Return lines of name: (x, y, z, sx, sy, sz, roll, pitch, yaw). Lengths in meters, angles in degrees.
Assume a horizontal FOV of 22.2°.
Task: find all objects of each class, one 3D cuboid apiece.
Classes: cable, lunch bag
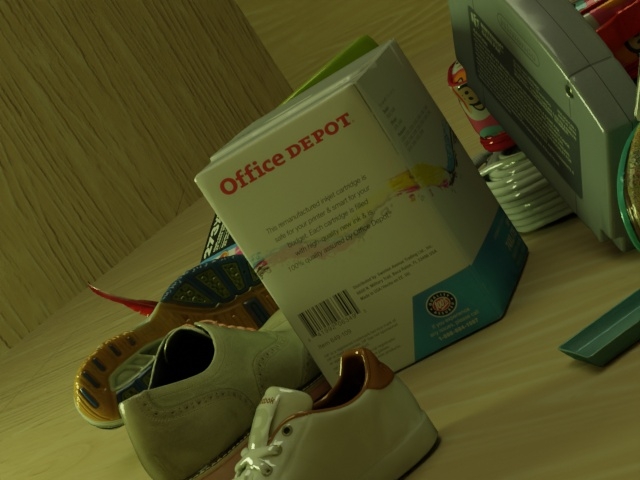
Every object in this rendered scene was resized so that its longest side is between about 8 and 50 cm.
cable: (0.297, -0.107, 1.798, 0.257, 0.089, 0.257, -36, 10, -24)
lunch bag: (0.280, -0.215, 1.758, 0.293, 0.120, 0.258, -29, 11, 16)

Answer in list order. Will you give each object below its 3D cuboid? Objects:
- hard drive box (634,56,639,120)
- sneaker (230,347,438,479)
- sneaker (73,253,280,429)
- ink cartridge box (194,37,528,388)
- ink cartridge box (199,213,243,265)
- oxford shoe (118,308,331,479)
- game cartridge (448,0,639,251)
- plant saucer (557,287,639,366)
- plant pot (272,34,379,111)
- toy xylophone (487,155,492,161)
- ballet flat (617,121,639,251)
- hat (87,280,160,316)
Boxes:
hard drive box: (0.386, -0.144, 1.281, 0.232, 0.089, 0.181, 14, 34, 23)
sneaker: (-0.044, 0.192, 1.287, 0.290, 0.123, 0.106, -40, 13, -29)
sneaker: (-0.167, 0.120, 1.953, 0.296, 0.112, 0.131, -31, -13, -15)
ink cartridge box: (0.047, -0.026, 1.647, 0.198, 0.270, 0.197, -29, 10, 23)
ink cartridge box: (-0.102, 0.026, 2.202, 0.371, 0.069, 0.175, -30, 41, 63)
oxford shoe: (-0.077, 0.126, 1.660, 0.140, 0.146, 0.397, -32, 8, 24)
game cartridge: (0.209, -0.148, 1.517, 0.062, 0.198, 0.297, -23, 49, -13)
plant saucer: (0.279, 0.041, 1.301, 0.192, 0.018, 0.067, -34, 9, -10)
plant pot: (0.034, -0.067, 1.937, 0.228, 0.207, 0.227, -42, -9, -19)
toy xylophone: (0.325, -0.190, 2.044, 0.323, 0.081, 0.236, -16, 17, 30)
ballet flat: (0.334, -0.075, 1.372, 0.123, 0.123, 0.348, -29, 3, 25)
hat: (-0.165, 0.088, 2.047, 0.208, 0.183, 0.173, -33, 9, 4)
